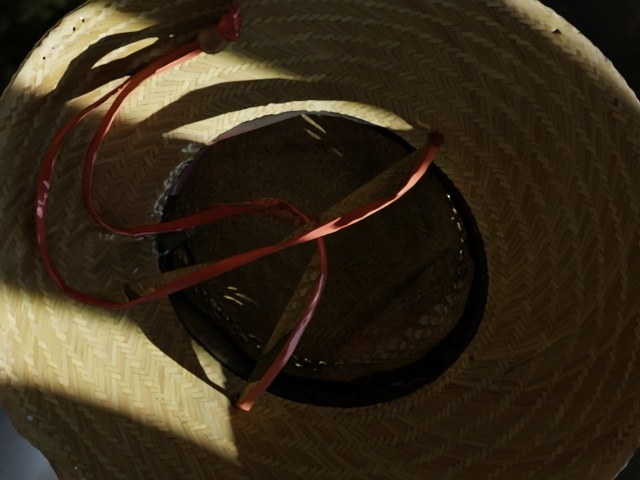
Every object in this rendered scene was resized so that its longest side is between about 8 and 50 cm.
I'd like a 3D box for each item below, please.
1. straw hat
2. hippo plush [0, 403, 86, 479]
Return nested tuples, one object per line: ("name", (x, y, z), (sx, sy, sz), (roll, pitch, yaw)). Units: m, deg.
("straw hat", (0.000, 0.000, 0.375), (0.144, 0.144, 0.061), (-38, -165, 7))
("hippo plush", (-0.107, 0.081, 0.725), (0.294, 0.237, 0.234), (-23, -165, -28))
